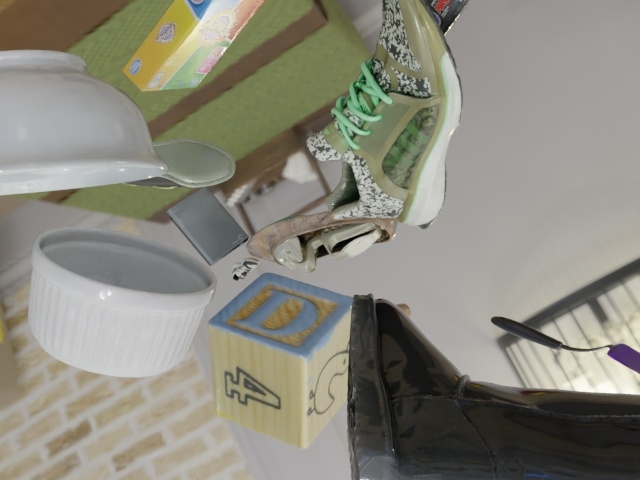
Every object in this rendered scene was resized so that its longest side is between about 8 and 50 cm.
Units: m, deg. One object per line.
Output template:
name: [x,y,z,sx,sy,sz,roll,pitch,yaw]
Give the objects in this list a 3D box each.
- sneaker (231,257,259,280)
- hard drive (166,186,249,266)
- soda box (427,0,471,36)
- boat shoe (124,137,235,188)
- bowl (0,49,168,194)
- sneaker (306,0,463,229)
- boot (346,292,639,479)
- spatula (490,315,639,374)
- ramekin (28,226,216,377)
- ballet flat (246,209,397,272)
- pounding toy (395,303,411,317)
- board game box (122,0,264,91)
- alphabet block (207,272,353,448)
sneaker: [-0.150,0.060,1.688,0.031,0.037,0.083,22,152,-29]
hard drive: [-0.214,-0.028,1.600,0.094,0.135,0.022,-37,169,-24]
soda box: [0.185,-0.350,1.206,0.053,0.060,0.169,-50,179,-26]
boat shoe: [-0.254,-0.128,1.415,0.227,0.081,0.069,3,175,1]
bowl: [-0.320,-0.125,0.909,0.297,0.134,0.298,-7,-178,0]
sneaker: [0.074,-0.155,1.116,0.182,0.158,0.410,-14,137,-11]
boot: [0.254,0.186,0.933,0.444,0.146,0.367,1,-154,0]
spatula: [0.407,0.168,1.340,0.296,0.030,0.084,13,-165,35]
ramekin: [-0.230,0.070,0.954,0.207,0.207,0.109,-5,115,-57]
ballet flat: [0.000,0.000,1.599,0.315,0.106,0.107,-20,140,18]
pounding toy: [0.078,0.188,1.561,0.094,0.181,0.206,2,135,-39]
board game box: [-0.244,-0.452,1.754,0.316,0.064,0.242,-46,174,23]
alphabet block: [-0.062,0.199,1.433,0.192,0.193,0.197,-41,139,-48]
